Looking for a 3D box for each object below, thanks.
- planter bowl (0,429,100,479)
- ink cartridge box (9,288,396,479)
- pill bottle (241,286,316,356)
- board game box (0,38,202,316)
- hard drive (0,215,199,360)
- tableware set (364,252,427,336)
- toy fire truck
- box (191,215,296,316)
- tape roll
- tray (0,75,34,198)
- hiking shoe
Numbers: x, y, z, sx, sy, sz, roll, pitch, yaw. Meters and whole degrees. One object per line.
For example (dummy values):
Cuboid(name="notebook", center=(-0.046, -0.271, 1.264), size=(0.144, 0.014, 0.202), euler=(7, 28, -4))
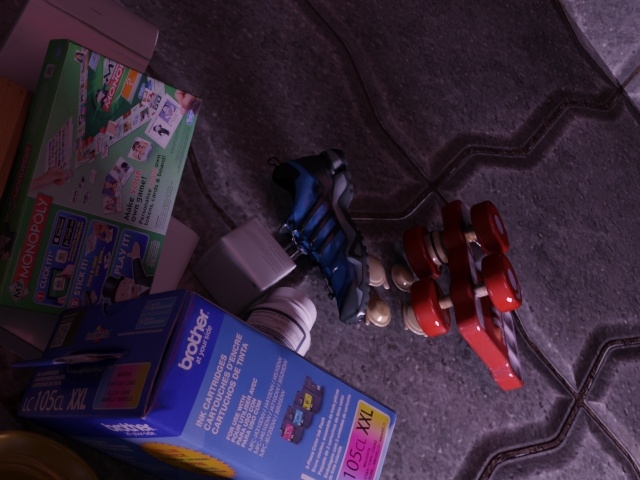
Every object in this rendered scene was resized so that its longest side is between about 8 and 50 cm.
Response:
Cuboid(name="planter bowl", center=(-0.341, 0.325, 1.033), size=(0.217, 0.090, 0.217), euler=(22, 49, -27))
Cuboid(name="ink cartridge box", center=(-0.150, 0.186, 1.092), size=(0.395, 0.270, 0.151), euler=(37, 59, -33))
Cuboid(name="pill bottle", center=(-0.075, 0.154, 1.371), size=(0.108, 0.108, 0.180), euler=(42, 42, -9))
Cuboid(name="board game box", center=(-0.276, -0.060, 1.177), size=(0.213, 0.046, 0.317), euler=(19, 84, -47))
Cuboid(name="hard drive", center=(-0.302, 0.052, 1.300), size=(0.203, 0.040, 0.307), euler=(35, 44, -16))
Cuboid(name="tableware set", center=(0.124, 0.093, 1.652), size=(0.168, 0.020, 0.141), euler=(14, 55, -35))
Cuboid(name="toy fire truck", center=(0.280, 0.089, 1.700), size=(0.254, 0.169, 0.302), euler=(51, 26, -40))
Cuboid(name="box", center=(-0.115, 0.041, 1.421), size=(0.102, 0.101, 0.087), euler=(50, 42, 2))
Cuboid(name="tape roll", center=(-0.355, -0.230, 1.302), size=(0.169, 0.246, 0.246), euler=(29, 46, -22))
Cuboid(name="tray", center=(-0.438, 0.020, 1.083), size=(0.076, 0.203, 0.411), euler=(24, 48, -26))
Cuboid(name="hiking shoe", center=(0.000, 0.000, 1.568), size=(0.132, 0.113, 0.304), euler=(-9, 69, -7))
